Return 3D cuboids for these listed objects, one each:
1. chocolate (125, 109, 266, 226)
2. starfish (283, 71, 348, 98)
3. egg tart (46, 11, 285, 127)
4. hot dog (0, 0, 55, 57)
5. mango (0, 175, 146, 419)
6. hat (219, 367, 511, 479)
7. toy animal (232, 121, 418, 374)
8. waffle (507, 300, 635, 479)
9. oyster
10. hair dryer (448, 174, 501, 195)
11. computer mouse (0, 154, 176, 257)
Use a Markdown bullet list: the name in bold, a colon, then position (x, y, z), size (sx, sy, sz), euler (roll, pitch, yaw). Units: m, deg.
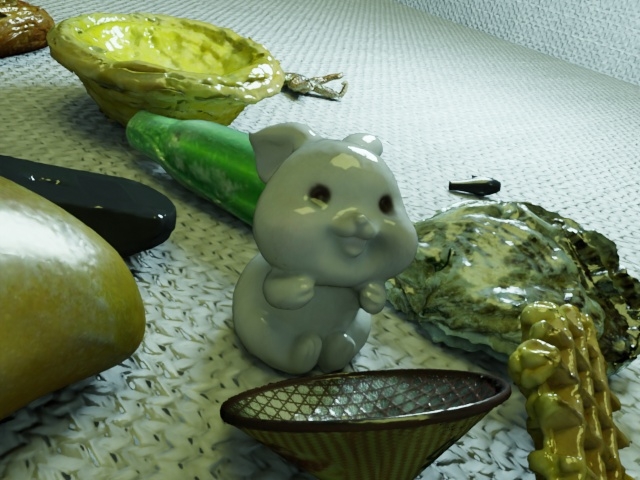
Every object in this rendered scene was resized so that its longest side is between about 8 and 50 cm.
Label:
- **chocolate**: position (-0.117, -0.090, 0.693), size (0.291, 0.110, 0.110), euler (24, 32, 24)
- **starfish**: position (-0.050, -0.317, 1.169), size (0.209, 0.053, 0.150), euler (-7, 22, -23)
- **egg tart**: position (-0.225, -0.246, 0.876), size (0.345, 0.133, 0.345), euler (9, 30, -5)
- **hot dog**: position (-0.569, -0.374, 1.004), size (0.160, 0.099, 0.227), euler (19, 28, 10)
- **mango**: position (-0.274, 0.043, 0.314), size (0.383, 0.199, 0.221), euler (0, 22, -44)
- **hat**: position (0.032, 0.138, 0.382), size (0.192, 0.082, 0.193), euler (-5, -7, -1)
- **toy animal**: position (-0.005, 0.002, 0.492), size (0.127, 0.193, 0.178), euler (4, 22, -17)
- **waffle**: position (0.184, 0.135, 0.405), size (0.160, 0.046, 0.192), euler (10, 61, -51)
- **oyster**: position (0.187, 0.046, 0.582), size (0.267, 0.112, 0.198), euler (36, 57, 21)
- **hair dryer**: position (0.237, -0.091, 0.907), size (0.078, 0.031, 0.083), euler (3, 16, 1)
- **computer mouse**: position (-0.266, -0.020, 0.520), size (0.269, 0.087, 0.137), euler (7, 18, -35)
